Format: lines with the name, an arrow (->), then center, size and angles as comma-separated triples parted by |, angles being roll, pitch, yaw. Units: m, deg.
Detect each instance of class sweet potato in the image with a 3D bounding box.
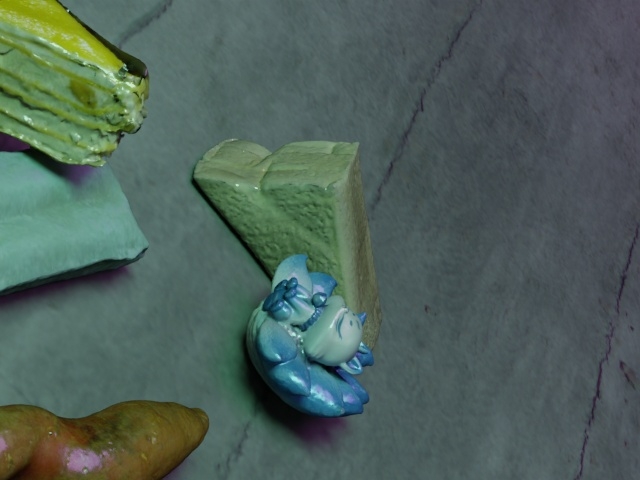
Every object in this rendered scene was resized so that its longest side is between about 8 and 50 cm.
sweet potato -> -0.124, 0.113, 0.901 | 0.058, 0.055, 0.202 | 32, 18, 33

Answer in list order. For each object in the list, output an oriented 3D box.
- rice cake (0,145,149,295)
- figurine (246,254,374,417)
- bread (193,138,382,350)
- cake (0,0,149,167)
rice cake -> -0.178, -0.006, 0.942 | 0.226, 0.040, 0.085 | -20, 80, -59
figurine -> 0.001, 0.071, 1.097 | 0.114, 0.079, 0.114 | 41, 28, -27
bread -> -0.018, 0.006, 1.187 | 0.077, 0.105, 0.152 | -55, 142, -58
cake -> -0.182, -0.114, 0.991 | 0.185, 0.079, 0.116 | 20, 22, -5
